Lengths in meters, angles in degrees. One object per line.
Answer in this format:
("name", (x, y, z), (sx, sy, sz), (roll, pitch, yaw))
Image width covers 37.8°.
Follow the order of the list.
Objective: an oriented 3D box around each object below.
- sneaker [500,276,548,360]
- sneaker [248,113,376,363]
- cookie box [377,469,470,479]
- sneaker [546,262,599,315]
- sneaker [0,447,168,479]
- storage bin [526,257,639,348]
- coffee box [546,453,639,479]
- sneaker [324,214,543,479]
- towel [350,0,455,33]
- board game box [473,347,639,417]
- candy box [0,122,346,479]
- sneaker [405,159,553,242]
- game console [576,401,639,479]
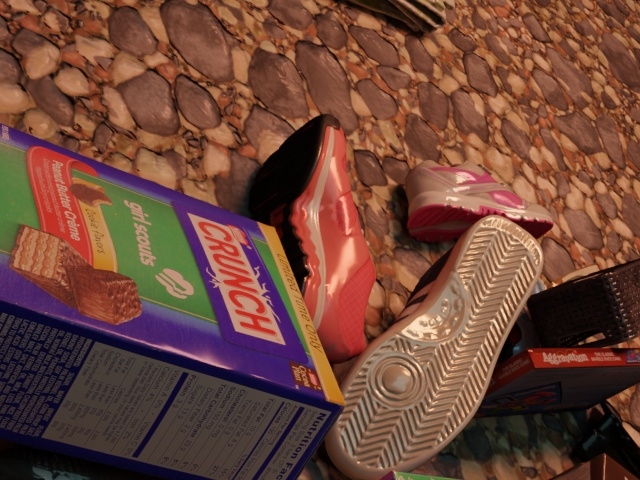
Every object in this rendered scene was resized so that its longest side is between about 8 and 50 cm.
("sneaker", (0.256, 0.095, 1.217), (0.073, 0.063, 0.162), (22, 45, -24))
("sneaker", (0.000, 0.001, 1.046), (0.136, 0.116, 0.314), (32, 47, -33))
("cookie box", (0.086, 0.261, 0.896), (0.107, 0.092, 0.040), (16, 46, -34))
("sneaker", (0.372, 0.089, 1.323), (0.192, 0.064, 0.086), (-13, 62, -51))
("sneaker", (-0.154, 0.194, 0.750), (0.234, 0.078, 0.106), (24, 38, -28))
("storage bin", (0.355, 0.083, 1.179), (0.180, 0.122, 0.084), (-10, 81, -51))
("coffee box", (0.310, 0.374, 0.999), (0.141, 0.098, 0.246), (37, 40, -13))
("sneaker", (0.120, 0.131, 1.025), (0.131, 0.148, 0.350), (40, 61, 6))
("towel", (0.053, -0.527, 1.538), (0.320, 0.090, 0.374), (13, 50, -36))
("board game box", (0.286, 0.170, 1.114), (0.281, 0.145, 0.027), (6, 55, -40))
("candy box", (-0.164, 0.051, 0.761), (0.317, 0.122, 0.268), (23, 23, -30))
("sneaker", (0.218, -0.054, 1.275), (0.252, 0.103, 0.111), (13, 51, -36))
("game console", (0.384, 0.283, 1.209), (0.107, 0.071, 0.122), (-38, 90, -21))
